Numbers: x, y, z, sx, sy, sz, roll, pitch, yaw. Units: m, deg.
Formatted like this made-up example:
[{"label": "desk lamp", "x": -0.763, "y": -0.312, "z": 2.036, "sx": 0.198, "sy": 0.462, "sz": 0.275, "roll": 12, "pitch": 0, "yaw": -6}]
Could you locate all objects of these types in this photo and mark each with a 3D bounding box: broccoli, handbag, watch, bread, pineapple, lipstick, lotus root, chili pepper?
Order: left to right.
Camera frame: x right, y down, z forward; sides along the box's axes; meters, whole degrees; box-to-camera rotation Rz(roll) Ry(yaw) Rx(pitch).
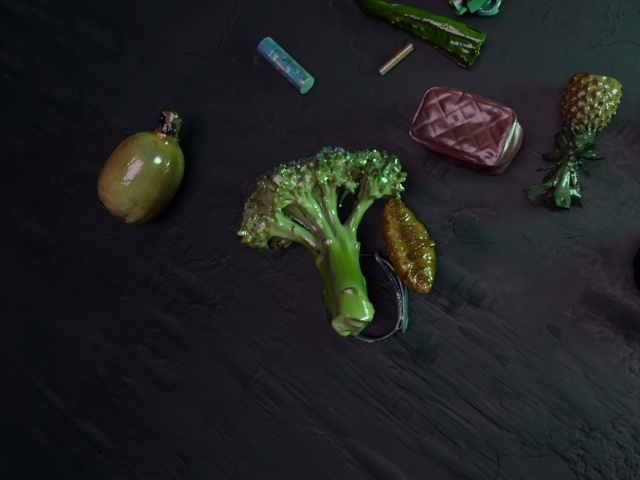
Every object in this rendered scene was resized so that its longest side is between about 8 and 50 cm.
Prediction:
[{"label": "lotus root", "x": -0.423, "y": -0.180, "z": 1.607, "sx": 0.182, "sy": 0.182, "sz": 0.310, "roll": 38, "pitch": 100, "yaw": 16}, {"label": "lipstick", "x": -0.083, "y": -0.418, "z": 1.562, "sx": 0.158, "sy": 0.048, "sz": 0.048, "roll": 46, "pitch": 103, "yaw": 14}, {"label": "broccoli", "x": -0.022, "y": -0.001, "z": 1.422, "sx": 0.353, "sy": 0.274, "sz": 0.397, "roll": 0, "pitch": 88, "yaw": 53}, {"label": "watch", "x": 0.106, "y": 0.122, "z": 1.474, "sx": 0.192, "sy": 0.068, "sz": 0.207, "roll": 6, "pitch": 94, "yaw": 16}, {"label": "lipstick", "x": 0.172, "y": -0.412, "z": 1.486, "sx": 0.094, "sy": 0.019, "sz": 0.019, "roll": -38, "pitch": 77, "yaw": 15}, {"label": "bread", "x": 0.193, "y": 0.014, "z": 1.433, "sx": 0.104, "sy": 0.076, "sz": 0.233, "roll": -14, "pitch": 69, "yaw": -9}, {"label": "chili pepper", "x": 0.200, "y": -0.500, "z": 1.456, "sx": 0.359, "sy": 0.076, "sz": 0.085, "roll": 36, "pitch": 125, "yaw": 17}, {"label": "handbag", "x": 0.308, "y": -0.230, "z": 1.376, "sx": 0.225, "sy": 0.135, "sz": 0.147, "roll": 24, "pitch": 97, "yaw": 23}, {"label": "pineapple", "x": 0.502, "y": -0.192, "z": 1.316, "sx": 0.130, "sy": 0.119, "sz": 0.278, "roll": 16, "pitch": 96, "yaw": 0}]

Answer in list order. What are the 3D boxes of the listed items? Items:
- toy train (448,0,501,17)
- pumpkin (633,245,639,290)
[{"label": "toy train", "x": 0.376, "y": -0.614, "z": 1.370, "sx": 0.298, "sy": 0.120, "sz": 0.194, "roll": -34, "pitch": 73, "yaw": 16}, {"label": "pumpkin", "x": 0.694, "y": 0.055, "z": 1.230, "sx": 0.194, "sy": 0.150, "sz": 0.194, "roll": 17, "pitch": 124, "yaw": 27}]
